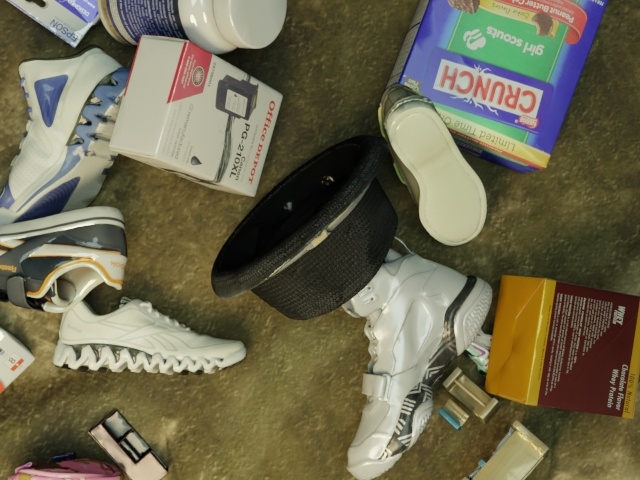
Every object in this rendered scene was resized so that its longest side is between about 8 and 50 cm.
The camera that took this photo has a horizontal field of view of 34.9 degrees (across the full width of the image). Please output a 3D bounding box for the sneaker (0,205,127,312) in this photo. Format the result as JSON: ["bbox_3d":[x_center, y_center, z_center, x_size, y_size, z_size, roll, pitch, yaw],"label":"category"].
[{"bbox_3d":[-0.440,0.045,1.490,0.321,0.126,0.127,-13,74,7],"label":"sneaker"}]

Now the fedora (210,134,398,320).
[{"bbox_3d":[0.000,0.000,1.501,0.334,0.334,0.152,-42,109,-6],"label":"fedora"}]

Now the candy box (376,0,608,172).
[{"bbox_3d":[0.273,-0.301,1.611,0.268,0.122,0.317,21,88,-6],"label":"candy box"}]

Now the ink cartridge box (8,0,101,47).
[{"bbox_3d":[-0.402,-0.435,1.576,0.206,0.045,0.208,36,84,-4],"label":"ink cartridge box"}]

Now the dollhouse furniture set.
[{"bbox_3d":[0.248,0.318,1.605,0.184,0.129,0.129,41,84,21],"label":"dollhouse furniture set"}]

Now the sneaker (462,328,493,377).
[{"bbox_3d":[0.274,0.178,1.640,0.098,0.038,0.069,48,65,-23],"label":"sneaker"}]

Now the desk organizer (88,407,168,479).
[{"bbox_3d":[-0.294,0.324,1.566,0.050,0.047,0.130,-41,93,-8],"label":"desk organizer"}]

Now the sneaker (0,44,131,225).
[{"bbox_3d":[-0.397,-0.171,1.540,0.182,0.127,0.315,44,100,20],"label":"sneaker"}]

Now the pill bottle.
[{"bbox_3d":[-0.187,-0.350,1.481,0.265,0.153,0.153,13,86,36],"label":"pill bottle"}]

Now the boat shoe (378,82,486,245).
[{"bbox_3d":[0.172,-0.113,1.555,0.109,0.091,0.305,-27,133,5],"label":"boat shoe"}]

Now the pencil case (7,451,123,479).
[{"bbox_3d":[-0.381,0.515,1.496,0.160,0.167,0.386,3,87,-43],"label":"pencil case"}]

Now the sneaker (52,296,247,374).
[{"bbox_3d":[-0.256,0.147,1.551,0.292,0.110,0.118,4,79,-7],"label":"sneaker"}]

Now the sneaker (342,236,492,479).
[{"bbox_3d":[0.094,0.173,1.574,0.210,0.137,0.366,33,80,-4],"label":"sneaker"}]

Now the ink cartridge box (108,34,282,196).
[{"bbox_3d":[-0.176,-0.177,1.495,0.100,0.237,0.172,13,86,34],"label":"ink cartridge box"}]

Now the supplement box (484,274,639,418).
[{"bbox_3d":[0.384,0.164,1.586,0.194,0.129,0.191,10,87,-20],"label":"supplement box"}]

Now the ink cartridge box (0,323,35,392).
[{"bbox_3d":[-0.535,0.169,1.502,0.145,0.045,0.179,-45,129,-6],"label":"ink cartridge box"}]
